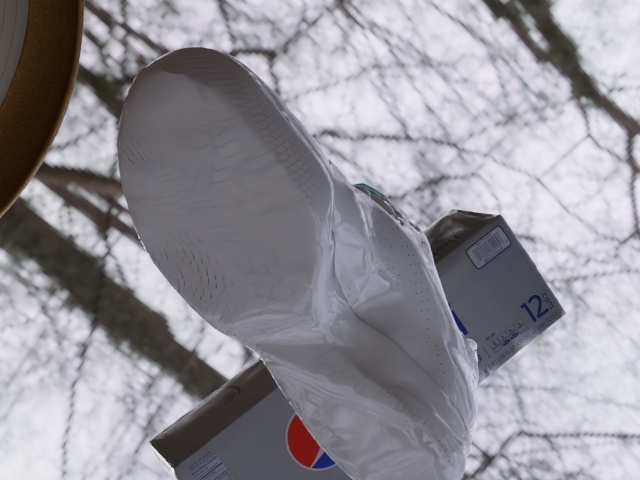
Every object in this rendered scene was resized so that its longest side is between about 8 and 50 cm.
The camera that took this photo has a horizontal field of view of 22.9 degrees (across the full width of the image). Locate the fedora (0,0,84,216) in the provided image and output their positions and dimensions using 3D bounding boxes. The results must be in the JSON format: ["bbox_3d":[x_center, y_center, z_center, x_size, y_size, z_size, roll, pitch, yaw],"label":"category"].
[{"bbox_3d":[-0.174,-0.082,0.557,0.194,0.079,0.194,4,-81,27],"label":"fedora"}]

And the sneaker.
[{"bbox_3d":[0.000,0.000,0.617,0.080,0.212,0.094,-10,-144,34],"label":"sneaker"}]

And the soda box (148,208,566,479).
[{"bbox_3d":[0.024,0.096,1.104,0.286,0.091,0.098,-37,-168,-10],"label":"soda box"}]
